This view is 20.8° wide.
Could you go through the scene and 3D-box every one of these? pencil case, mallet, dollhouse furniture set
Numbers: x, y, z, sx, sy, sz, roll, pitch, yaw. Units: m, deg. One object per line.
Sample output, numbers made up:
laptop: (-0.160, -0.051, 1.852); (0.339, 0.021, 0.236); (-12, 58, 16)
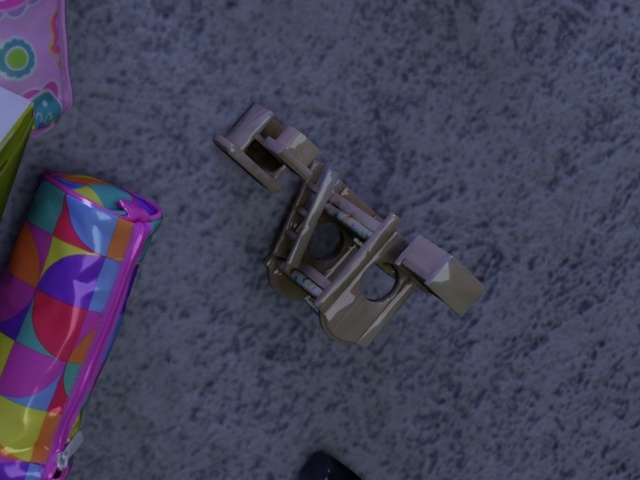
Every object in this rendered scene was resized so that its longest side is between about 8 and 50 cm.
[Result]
pencil case: (-0.193, 0.068, 1.276); (0.104, 0.104, 0.236); (14, 101, -27)
pencil case: (-0.215, -0.212, 1.164); (0.124, 0.124, 0.284); (1, 105, -24)
mallet: (-0.042, 0.254, 1.440); (0.190, 0.039, 0.062); (-40, 119, -3)
dollhouse furniture set: (0.000, 0.000, 1.291); (0.161, 0.182, 0.101); (42, 87, -29)

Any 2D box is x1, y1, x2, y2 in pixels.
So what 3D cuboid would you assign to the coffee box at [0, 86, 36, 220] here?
coffee box: (-0.398, 0.065, 0.929); (0.334, 0.338, 0.337); (25, 128, -1)
